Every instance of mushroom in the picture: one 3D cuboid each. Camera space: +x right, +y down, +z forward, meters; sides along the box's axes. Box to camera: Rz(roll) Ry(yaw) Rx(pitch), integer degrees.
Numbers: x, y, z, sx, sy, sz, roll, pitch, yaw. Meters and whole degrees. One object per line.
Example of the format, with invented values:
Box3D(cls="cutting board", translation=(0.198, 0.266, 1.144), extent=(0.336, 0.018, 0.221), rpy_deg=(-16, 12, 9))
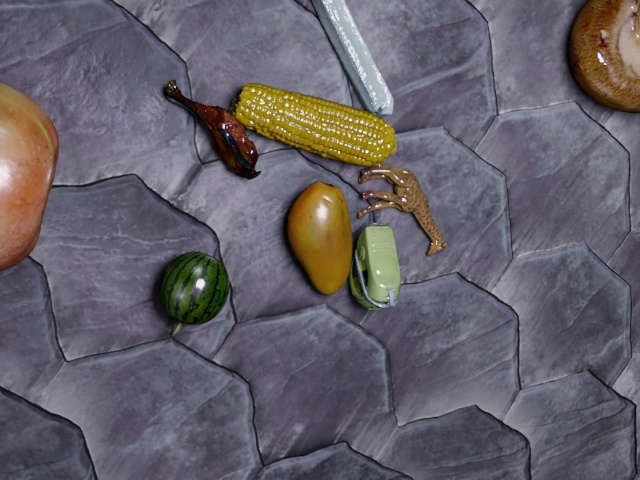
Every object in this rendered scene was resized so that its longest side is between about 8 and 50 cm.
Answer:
Box3D(cls="mushroom", translation=(0.736, -0.457, 1.496), extent=(0.344, 0.239, 0.345), rpy_deg=(0, 113, 0))

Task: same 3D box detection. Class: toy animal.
Box3D(cls="toy animal", translation=(0.195, -0.075, 1.466), extent=(0.275, 0.054, 0.149), rpy_deg=(27, 93, -20))

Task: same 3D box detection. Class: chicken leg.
Box3D(cls="chicken leg", translation=(-0.208, -0.223, 1.292), extent=(0.253, 0.106, 0.051), rpy_deg=(48, 56, -14))

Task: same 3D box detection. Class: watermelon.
Box3D(cls="watermelon", translation=(-0.260, 0.116, 1.311), extent=(0.140, 0.140, 0.188), rpy_deg=(19, 94, -19))

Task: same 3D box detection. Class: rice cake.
Box3D(cls="rice cake", translation=(0.062, -0.410, 1.358), extent=(0.063, 0.066, 0.336), rpy_deg=(-30, 108, -11))

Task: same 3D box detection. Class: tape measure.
Box3D(cls="tape measure", translation=(0.120, 0.072, 1.414), extent=(0.087, 0.154, 0.178), rpy_deg=(1, 69, -21))

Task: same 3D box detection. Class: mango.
Box3D(cls="mango", translation=(0.000, 0.000, 1.388), extent=(0.138, 0.113, 0.254), rpy_deg=(-13, 110, -19))

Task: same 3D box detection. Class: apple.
Box3D(cls="apple", translation=(-0.603, -0.115, 1.062), extent=(0.304, 0.338, 0.339), rpy_deg=(15, 95, -23))

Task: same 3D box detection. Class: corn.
Box3D(cls="corn", translation=(-0.007, -0.235, 1.342), extent=(0.363, 0.120, 0.121), rpy_deg=(12, 96, -16))
